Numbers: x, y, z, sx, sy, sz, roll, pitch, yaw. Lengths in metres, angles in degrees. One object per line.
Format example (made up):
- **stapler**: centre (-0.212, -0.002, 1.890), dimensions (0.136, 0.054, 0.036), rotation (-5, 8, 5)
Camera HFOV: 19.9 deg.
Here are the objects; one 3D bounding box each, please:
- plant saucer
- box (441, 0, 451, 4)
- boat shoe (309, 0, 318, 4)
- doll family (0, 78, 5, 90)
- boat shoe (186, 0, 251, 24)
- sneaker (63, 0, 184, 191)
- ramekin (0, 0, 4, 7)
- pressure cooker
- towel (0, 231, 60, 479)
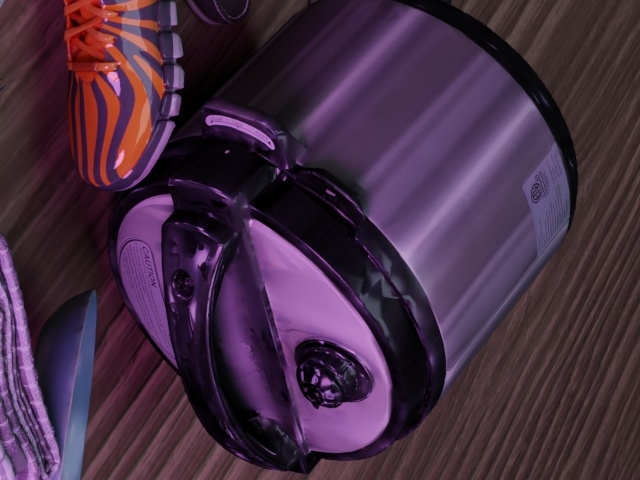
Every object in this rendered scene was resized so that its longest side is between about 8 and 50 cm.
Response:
- **plant saucer**: centre (-0.235, 0.197, 1.580), dimensions (0.317, 0.043, 0.318), rotation (-172, -90, -86)
- **box**: centre (0.090, -0.186, 2.140), dimensions (0.175, 0.051, 0.220), rotation (-31, 128, -50)
- **boat shoe**: centre (0.024, -0.209, 2.008), dimensions (0.066, 0.063, 0.184), rotation (-7, 108, -58)
- **doll family**: centre (-0.317, -0.131, 1.477), dimensions (0.193, 0.076, 0.111), rotation (-19, 122, -49)
- **boat shoe**: centre (-0.100, -0.303, 1.759), dimensions (0.081, 0.068, 0.228), rotation (-44, 137, -35)
- **sneaker**: centre (-0.211, -0.209, 1.591), dimensions (0.180, 0.124, 0.321), rotation (10, 82, -55)
- **ramekin**: centre (-0.346, -0.241, 1.249), dimensions (0.303, 0.148, 0.303), rotation (-10, 104, -47)
- **pressure cooker**: centre (0.005, 0.000, 1.744), dimensions (0.370, 0.375, 0.420), rotation (46, 56, -8)
- **towel**: centre (-0.331, 0.081, 1.380), dimensions (0.121, 0.235, 0.284), rotation (-52, 143, -44)
